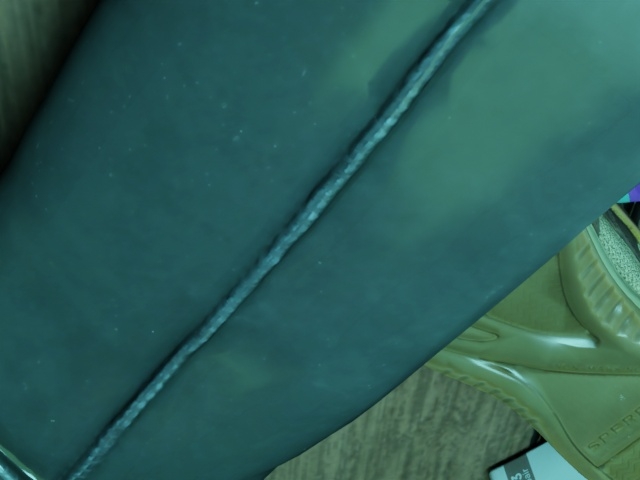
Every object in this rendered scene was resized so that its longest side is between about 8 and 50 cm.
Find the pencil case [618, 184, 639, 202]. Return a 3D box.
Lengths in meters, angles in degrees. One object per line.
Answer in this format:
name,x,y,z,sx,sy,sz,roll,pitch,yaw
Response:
pencil case,0.169,-0.057,0.441,0.152,0.064,0.070,-11,121,42

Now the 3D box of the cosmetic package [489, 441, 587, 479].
cosmetic package,0.307,0.307,0.849,0.156,0.217,0.385,-31,135,17

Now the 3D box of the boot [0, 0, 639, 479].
boot,-0.106,-0.039,0.422,0.367,0.146,0.445,31,124,-21

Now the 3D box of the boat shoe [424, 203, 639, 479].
boat shoe,0.110,0.009,0.571,0.342,0.123,0.123,40,116,-15
